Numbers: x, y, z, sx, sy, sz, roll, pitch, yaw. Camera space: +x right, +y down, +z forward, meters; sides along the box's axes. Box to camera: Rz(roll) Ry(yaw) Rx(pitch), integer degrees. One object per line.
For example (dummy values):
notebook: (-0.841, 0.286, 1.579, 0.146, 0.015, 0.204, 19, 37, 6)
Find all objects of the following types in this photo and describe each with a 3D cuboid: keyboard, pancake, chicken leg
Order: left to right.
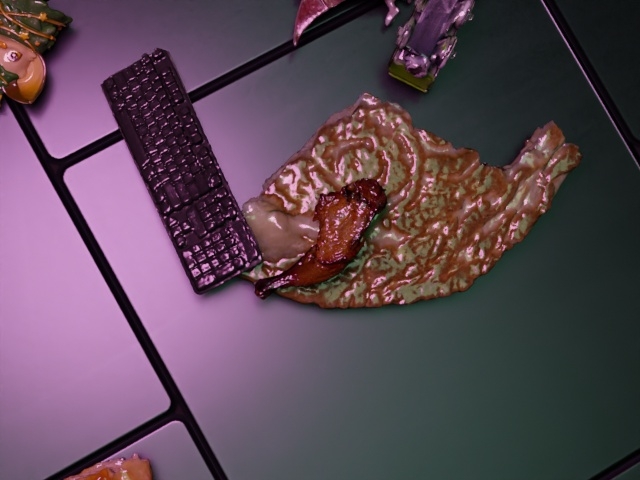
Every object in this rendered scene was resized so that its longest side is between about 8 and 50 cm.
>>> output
keyboard: (-0.127, -0.066, 0.979, 0.072, 0.023, 0.231, -27, 73, 3)
chicken leg: (0.004, 0.003, 0.959, 0.062, 0.037, 0.145, 35, 83, 17)
pancake: (0.059, -0.038, 1.011, 0.376, 0.054, 0.197, -9, 90, -9)

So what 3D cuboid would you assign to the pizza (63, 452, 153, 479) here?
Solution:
pizza: (-0.215, 0.261, 0.940, 0.161, 0.062, 0.182, 22, 83, 2)

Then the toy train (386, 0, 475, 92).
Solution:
toy train: (0.123, -0.235, 1.030, 0.060, 0.081, 0.202, 27, 74, -3)

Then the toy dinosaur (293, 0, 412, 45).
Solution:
toy dinosaur: (0.043, -0.261, 1.047, 0.108, 0.032, 0.220, 38, 71, 3)

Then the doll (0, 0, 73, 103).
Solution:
doll: (-0.273, -0.176, 0.998, 0.078, 0.076, 0.113, 23, 109, 7)
